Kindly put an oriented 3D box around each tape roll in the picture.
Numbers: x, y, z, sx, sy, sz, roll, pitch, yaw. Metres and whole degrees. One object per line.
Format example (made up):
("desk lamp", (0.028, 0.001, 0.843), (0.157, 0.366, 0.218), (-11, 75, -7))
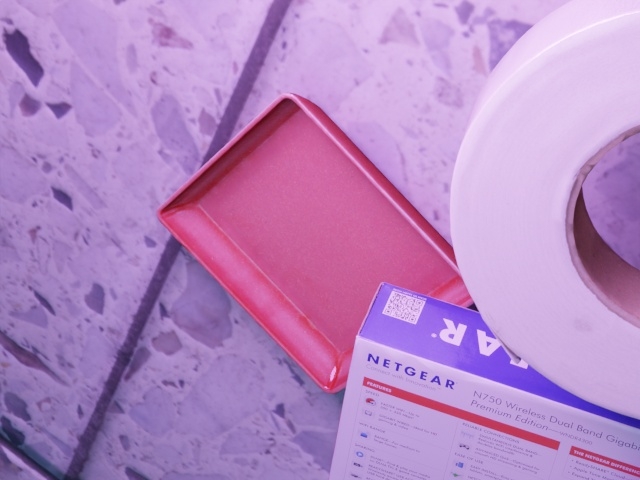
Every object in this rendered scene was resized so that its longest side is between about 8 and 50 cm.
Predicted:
("tape roll", (0.293, -0.022, 1.369), (0.392, 0.072, 0.392), (7, 126, 11))

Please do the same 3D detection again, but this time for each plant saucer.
("plant saucer", (0.000, 0.000, 1.696), (0.258, 0.048, 0.259), (46, 138, -5))

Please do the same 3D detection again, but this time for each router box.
("router box", (0.181, 0.219, 1.672), (0.335, 0.082, 0.301), (18, 133, 9))
